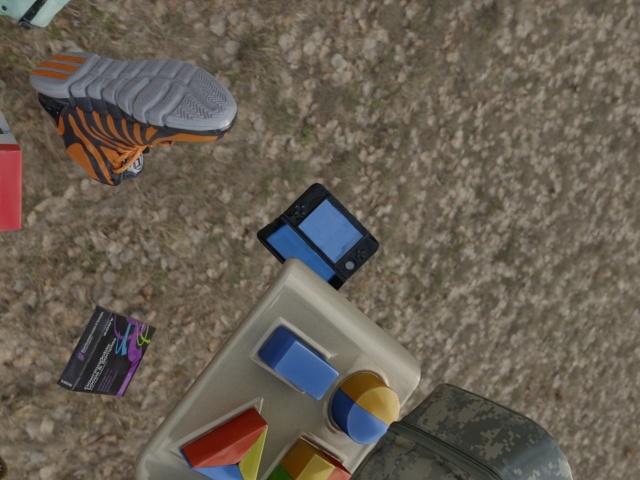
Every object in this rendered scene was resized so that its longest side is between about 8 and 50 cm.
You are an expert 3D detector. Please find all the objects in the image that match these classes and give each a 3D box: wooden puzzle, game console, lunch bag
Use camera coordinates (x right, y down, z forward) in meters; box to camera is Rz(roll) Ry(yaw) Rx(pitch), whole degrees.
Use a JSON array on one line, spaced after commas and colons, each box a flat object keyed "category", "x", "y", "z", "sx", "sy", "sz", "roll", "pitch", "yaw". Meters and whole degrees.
[{"category": "wooden puzzle", "x": -0.026, "y": 0.246, "z": 0.925, "sx": 0.322, "sy": 0.080, "sz": 0.347, "roll": 42, "pitch": 78, "yaw": -33}, {"category": "game console", "x": 0.000, "y": 0.000, "z": 1.003, "sx": 0.124, "sy": 0.144, "sz": 0.085, "roll": -44, "pitch": 179, "yaw": 2}, {"category": "lunch bag", "x": 0.156, "y": 0.364, "z": 0.773, "sx": 0.256, "sy": 0.213, "sz": 0.305, "roll": -33, "pitch": 115, "yaw": -23}]

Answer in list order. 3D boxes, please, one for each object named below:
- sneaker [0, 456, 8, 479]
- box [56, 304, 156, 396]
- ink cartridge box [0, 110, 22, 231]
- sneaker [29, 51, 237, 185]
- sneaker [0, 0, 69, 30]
[{"category": "sneaker", "x": -0.274, "y": 0.150, "z": 0.350, "sx": 0.192, "sy": 0.064, "sz": 0.086, "roll": 16, "pitch": 97, "yaw": -32}, {"category": "box", "x": -0.298, "y": 0.161, "z": 0.964, "sx": 0.116, "sy": 0.029, "sz": 0.162, "roll": -66, "pitch": 165, "yaw": -10}, {"category": "ink cartridge box", "x": -0.504, "y": -0.102, "z": 1.022, "sx": 0.078, "sy": 0.231, "sz": 0.134, "roll": -6, "pitch": 124, "yaw": -33}, {"category": "sneaker", "x": -0.254, "y": -0.162, "z": 0.983, "sx": 0.124, "sy": 0.321, "sz": 0.180, "roll": -57, "pitch": 154, "yaw": -37}, {"category": "sneaker", "x": -0.480, "y": -0.407, "z": 0.970, "sx": 0.256, "sy": 0.094, "sz": 0.151, "roll": 28, "pitch": 120, "yaw": -36}]
